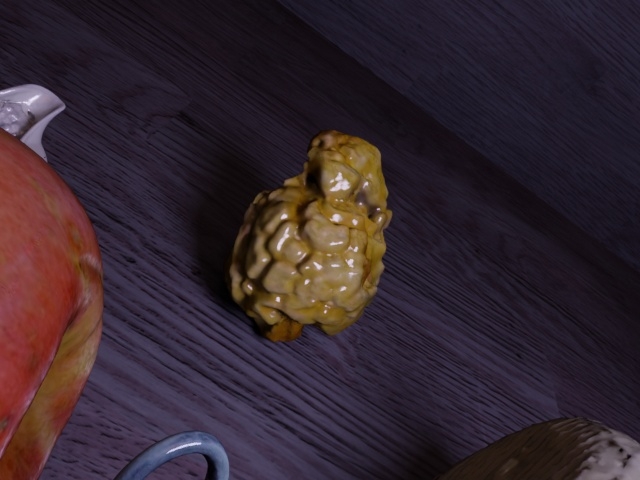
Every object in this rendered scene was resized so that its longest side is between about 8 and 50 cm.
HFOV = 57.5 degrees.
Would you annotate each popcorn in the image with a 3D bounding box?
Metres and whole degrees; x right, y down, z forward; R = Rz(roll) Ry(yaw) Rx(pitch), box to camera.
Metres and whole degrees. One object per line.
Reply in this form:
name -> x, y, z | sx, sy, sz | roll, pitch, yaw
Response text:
popcorn -> 0.000, 0.000, 0.895 | 0.225, 0.332, 0.265 | 20, -4, 18

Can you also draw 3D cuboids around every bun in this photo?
bun -> 0.238, 0.362, 0.643 | 0.211, 0.360, 0.360 | 54, 33, 8

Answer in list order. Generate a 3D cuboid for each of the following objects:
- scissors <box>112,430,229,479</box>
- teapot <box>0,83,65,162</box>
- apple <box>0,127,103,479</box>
scissors -> -0.210, 0.301, 0.362 | 0.383, 0.256, 0.029 | -22, 26, -33
teapot -> -0.439, -0.100, 0.678 | 0.208, 0.166, 0.299 | 51, 21, -5
apple -> -0.333, 0.063, 0.384 | 0.364, 0.364, 0.364 | 27, 33, -20
